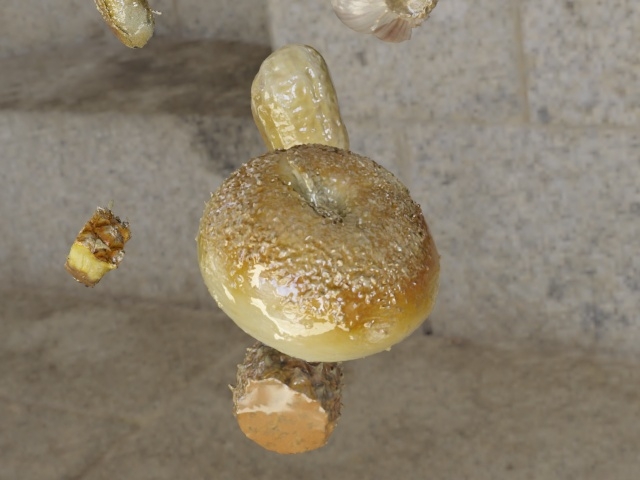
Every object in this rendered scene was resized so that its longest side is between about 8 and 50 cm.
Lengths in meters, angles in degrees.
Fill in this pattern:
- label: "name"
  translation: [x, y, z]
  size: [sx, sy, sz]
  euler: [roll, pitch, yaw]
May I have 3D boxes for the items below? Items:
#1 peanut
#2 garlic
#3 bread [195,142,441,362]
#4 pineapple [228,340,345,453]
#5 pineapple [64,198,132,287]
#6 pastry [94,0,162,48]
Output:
- label: "peanut"
  translation: [-0.030, -0.172, 1.760]
  size: [0.129, 0.224, 0.129]
  euler: [-12, 16, 4]
- label: "garlic"
  translation: [0.123, -0.458, 1.991]
  size: [0.207, 0.256, 0.207]
  euler: [21, -1, 0]
- label: "bread"
  translation: [0.000, 0.000, 1.430]
  size: [0.305, 0.158, 0.305]
  euler: [7, 43, -6]
- label: "pineapple"
  translation: [-0.024, 0.157, 1.686]
  size: [0.158, 0.158, 0.278]
  euler: [-3, 35, 16]
- label: "pineapple"
  translation: [-0.302, 0.012, 1.668]
  size: [0.069, 0.116, 0.137]
  euler: [33, 17, -8]
- label: "pastry"
  translation: [-0.335, -0.396, 2.064]
  size: [0.081, 0.153, 0.153]
  euler: [-41, 28, -7]
